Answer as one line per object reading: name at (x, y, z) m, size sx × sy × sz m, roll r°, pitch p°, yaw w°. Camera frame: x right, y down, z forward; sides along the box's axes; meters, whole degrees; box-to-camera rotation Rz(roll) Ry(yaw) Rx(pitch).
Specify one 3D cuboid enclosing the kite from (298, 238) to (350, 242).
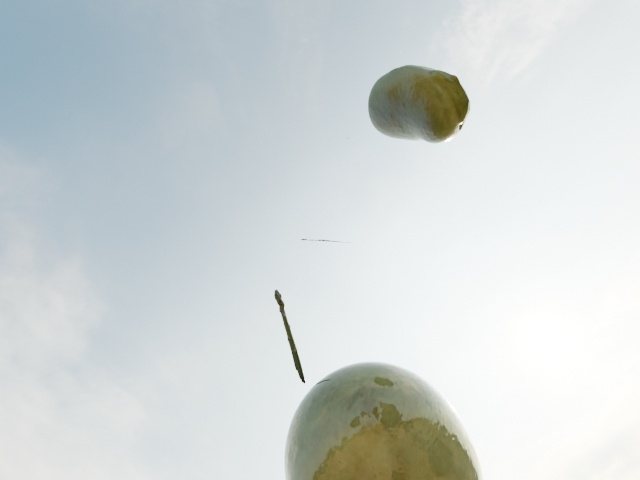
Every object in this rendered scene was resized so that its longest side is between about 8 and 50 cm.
kite at (-0.005, 0.000, 0.328) m, size 0.078 × 0.044 × 0.002 m, roll 4°, pitch -91°, yaw -53°

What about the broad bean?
broad bean at (0.154, -0.215, 0.650) m, size 0.082 × 0.175 × 0.124 m, roll -43°, pitch -40°, yaw -37°

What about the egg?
egg at (0.082, 0.285, 0.484) m, size 0.219 × 0.218 × 0.295 m, roll -28°, pitch -68°, yaw -2°

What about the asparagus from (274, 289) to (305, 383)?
asparagus at (-0.053, 0.158, 0.679) m, size 0.013 × 0.166 × 0.016 m, roll 1°, pitch -30°, yaw -40°
